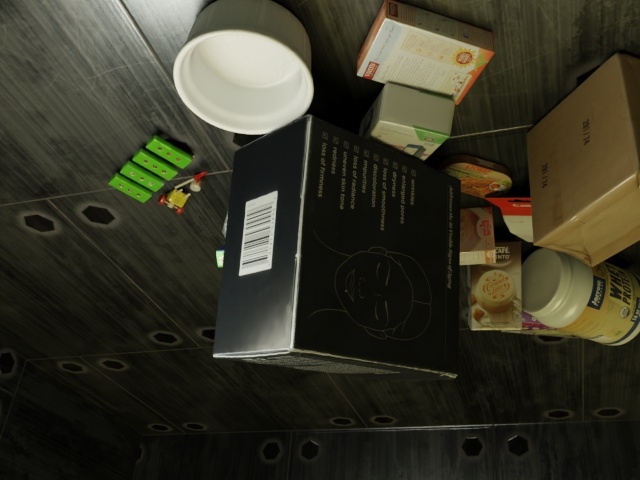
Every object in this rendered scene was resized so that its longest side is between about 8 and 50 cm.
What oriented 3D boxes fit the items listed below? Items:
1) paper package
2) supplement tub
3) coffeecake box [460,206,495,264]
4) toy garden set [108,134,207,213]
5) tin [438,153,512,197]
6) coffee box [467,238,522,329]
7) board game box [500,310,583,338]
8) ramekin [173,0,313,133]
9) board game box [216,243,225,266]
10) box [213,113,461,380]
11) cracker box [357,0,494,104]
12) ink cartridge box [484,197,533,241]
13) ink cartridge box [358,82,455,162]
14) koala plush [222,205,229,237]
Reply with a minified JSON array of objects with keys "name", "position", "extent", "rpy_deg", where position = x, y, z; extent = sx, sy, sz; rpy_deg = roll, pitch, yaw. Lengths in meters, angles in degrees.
[{"name":"paper package","position":[0.588,-0.160,1.425],"extent":[0.168,0.324,0.309],"rpy_deg":[18,145,-18]},{"name":"supplement tub","position":[0.743,0.156,1.964],"extent":[0.317,0.228,0.228],"rpy_deg":[18,144,-20]},{"name":"coffeecake box","position":[0.369,-0.010,1.840],"extent":[0.186,0.142,0.068],"rpy_deg":[-4,146,13]},{"name":"toy garden set","position":[-0.400,-0.171,1.789],"extent":[0.204,0.049,0.244],"rpy_deg":[30,138,-30]},{"name":"tin","position":[0.384,-0.160,1.709],"extent":[0.190,0.040,0.106],"rpy_deg":[14,149,-14]},{"name":"coffee box","position":[0.485,0.121,1.926],"extent":[0.141,0.246,0.098],"rpy_deg":[-2,-176,8]},{"name":"board game box","position":[0.790,0.279,2.259],"extent":[0.347,0.056,0.208],"rpy_deg":[5,159,0]},{"name":"ramekin","position":[-0.147,-0.357,1.393],"extent":[0.278,0.135,0.277],"rpy_deg":[3,147,2]},{"name":"board game box","position":[-0.129,0.006,1.815],"extent":[0.214,0.317,0.046],"rpy_deg":[-5,101,8]},{"name":"box","position":[0.055,0.047,1.524],"extent":[0.472,0.479,0.298],"rpy_deg":[16,161,-36]},{"name":"cracker box","position":[0.207,-0.375,1.380],"extent":[0.233,0.067,0.155],"rpy_deg":[13,146,-14]},{"name":"ink cartridge box","position":[0.552,-0.048,1.750],"extent":[0.232,0.066,0.189],"rpy_deg":[16,172,-39]},{"name":"ink cartridge box","position":[0.180,-0.245,1.501],"extent":[0.155,0.093,0.212],"rpy_deg":[12,168,-9]},{"name":"koala plush","position":[-0.112,-0.100,1.735],"extent":[0.222,0.196,0.203],"rpy_deg":[15,135,-8]}]
